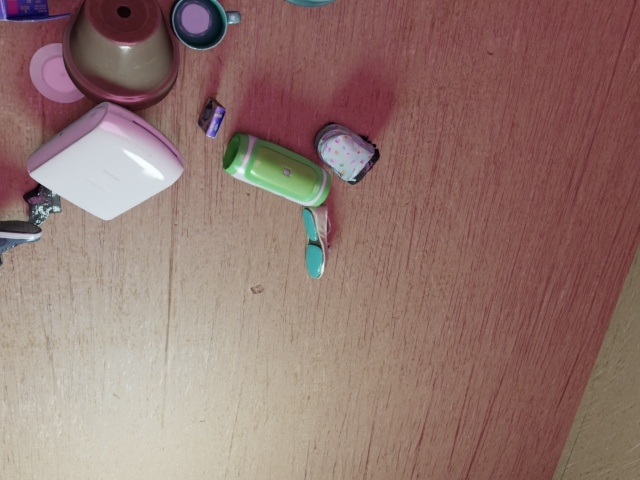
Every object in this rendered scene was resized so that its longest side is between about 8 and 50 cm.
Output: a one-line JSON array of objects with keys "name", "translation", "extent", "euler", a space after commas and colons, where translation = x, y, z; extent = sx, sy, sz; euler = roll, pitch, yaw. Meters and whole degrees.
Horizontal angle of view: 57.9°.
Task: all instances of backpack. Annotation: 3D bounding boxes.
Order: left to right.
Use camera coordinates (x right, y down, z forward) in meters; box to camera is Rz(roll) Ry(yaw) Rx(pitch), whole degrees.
[{"name": "backpack", "translation": [0.072, -0.260, 1.684], "extent": [0.182, 0.115, 0.152], "euler": [34, 101, -28]}]

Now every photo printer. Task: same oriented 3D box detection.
[{"name": "photo printer", "translation": [-0.505, -0.189, 1.400], "extent": [0.308, 0.107, 0.256], "euler": [-23, 140, 26]}]

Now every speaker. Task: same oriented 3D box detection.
[{"name": "speaker", "translation": [-0.118, -0.196, 1.633], "extent": [0.297, 0.131, 0.131], "euler": [20, 105, -28]}]

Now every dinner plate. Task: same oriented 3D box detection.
[{"name": "dinner plate", "translation": [-0.624, -0.402, 1.396], "extent": [0.141, 0.017, 0.141], "euler": [-10, 119, -18]}]

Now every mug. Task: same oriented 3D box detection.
[{"name": "mug", "translation": [-0.290, -0.533, 1.417], "extent": [0.158, 0.097, 0.129], "euler": [20, 105, -29]}]

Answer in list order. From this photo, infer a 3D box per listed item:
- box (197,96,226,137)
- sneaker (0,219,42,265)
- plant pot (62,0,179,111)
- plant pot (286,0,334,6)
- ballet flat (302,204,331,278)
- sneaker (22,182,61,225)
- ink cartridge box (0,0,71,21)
[{"name": "box", "translation": [-0.282, -0.319, 1.500], "extent": [0.028, 0.136, 0.081], "euler": [17, 106, -28]}, {"name": "sneaker", "translation": [-0.807, 0.035, 1.466], "extent": [0.226, 0.086, 0.163], "euler": [1, 109, 4]}, {"name": "plant pot", "translation": [-0.434, -0.444, 1.268], "extent": [0.263, 0.229, 0.263], "euler": [2, 82, -19]}, {"name": "plant pot", "translation": [0.034, -0.708, 1.325], "extent": [0.341, 0.334, 0.341], "euler": [-9, 116, -18]}, {"name": "ballet flat", "translation": [0.000, 0.000, 1.807], "extent": [0.086, 0.086, 0.248], "euler": [-11, 117, -16]}, {"name": "sneaker", "translation": [-0.715, -0.117, 1.475], "extent": [0.089, 0.051, 0.170], "euler": [-8, 121, -22]}, {"name": "ink cartridge box", "translation": [-0.697, -0.480, 1.172], "extent": [0.311, 0.186, 0.065], "euler": [4, 114, 0]}]
